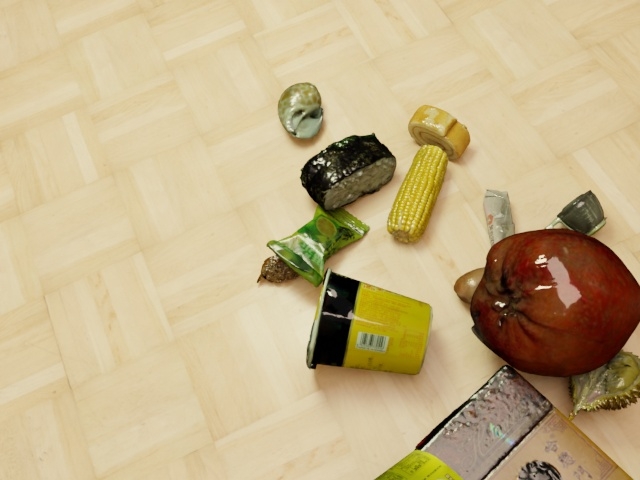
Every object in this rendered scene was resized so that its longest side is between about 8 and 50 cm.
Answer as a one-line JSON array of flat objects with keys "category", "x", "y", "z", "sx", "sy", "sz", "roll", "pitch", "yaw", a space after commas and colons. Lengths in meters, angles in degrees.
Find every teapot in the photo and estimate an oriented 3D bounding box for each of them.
[{"category": "teapot", "x": 0.582, "y": -0.044, "z": 1.515, "sx": 0.091, "sy": 0.124, "sz": 0.092, "roll": 52, "pitch": 37, "yaw": 10}]

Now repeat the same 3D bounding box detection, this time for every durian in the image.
[{"category": "durian", "x": 0.553, "y": 0.293, "z": 1.308, "sx": 0.208, "sy": 0.146, "sz": 0.102, "roll": -31, "pitch": 106, "yaw": -27}]

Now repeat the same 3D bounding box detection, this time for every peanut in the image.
[{"category": "peanut", "x": 0.364, "y": 0.093, "z": 1.464, "sx": 0.152, "sy": 0.076, "sz": 0.076, "roll": -14, "pitch": 63, "yaw": -5}]

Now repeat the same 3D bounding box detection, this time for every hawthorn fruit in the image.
[{"category": "hawthorn fruit", "x": 0.461, "y": 0.115, "z": 1.318, "sx": 0.325, "sy": 0.308, "sz": 0.308, "roll": -10, "pitch": 52, "yaw": -47}]

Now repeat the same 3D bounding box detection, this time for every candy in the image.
[{"category": "candy", "x": 0.000, "y": 0.000, "z": 1.544, "sx": 0.149, "sy": 0.069, "sz": 0.246, "roll": 37, "pitch": 52, "yaw": 13}]

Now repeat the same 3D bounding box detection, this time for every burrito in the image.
[{"category": "burrito", "x": 0.410, "y": -0.025, "z": 1.528, "sx": 0.064, "sy": 0.064, "sz": 0.203, "roll": -5, "pitch": 61, "yaw": 4}]

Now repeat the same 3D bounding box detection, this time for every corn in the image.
[{"category": "corn", "x": 0.228, "y": -0.110, "z": 1.571, "sx": 0.093, "sy": 0.093, "sz": 0.244, "roll": 17, "pitch": 67, "yaw": 14}]

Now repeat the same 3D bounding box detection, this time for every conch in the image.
[{"category": "conch", "x": -0.053, "y": -0.334, "z": 1.713, "sx": 0.116, "sy": 0.106, "sz": 0.173, "roll": -1, "pitch": 81, "yaw": -15}]

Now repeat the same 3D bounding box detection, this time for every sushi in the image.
[{"category": "sushi", "x": -0.089, "y": 0.067, "z": 1.545, "sx": 0.120, "sy": 0.052, "sz": 0.055, "roll": -6, "pitch": 48, "yaw": -1}, {"category": "sushi", "x": 0.064, "y": -0.168, "z": 1.591, "sx": 0.225, "sy": 0.124, "sz": 0.127, "roll": -26, "pitch": 59, "yaw": -21}]

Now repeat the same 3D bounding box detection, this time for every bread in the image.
[{"category": "bread", "x": 0.282, "y": -0.259, "z": 1.622, "sx": 0.149, "sy": 0.122, "sz": 0.073, "roll": 30, "pitch": 74, "yaw": 20}]

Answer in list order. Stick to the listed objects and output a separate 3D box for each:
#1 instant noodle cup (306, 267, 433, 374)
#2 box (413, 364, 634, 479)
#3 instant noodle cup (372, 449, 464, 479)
[{"category": "instant noodle cup", "x": 0.101, "y": 0.181, "z": 1.391, "sx": 0.236, "sy": 0.215, "sz": 0.215, "roll": 12, "pitch": 65, "yaw": 5}, {"category": "box", "x": 0.404, "y": 0.466, "z": 1.250, "sx": 0.264, "sy": 0.116, "sz": 0.415, "roll": -40, "pitch": 67, "yaw": -12}, {"category": "instant noodle cup", "x": 0.166, "y": 0.529, "z": 1.165, "sx": 0.221, "sy": 0.311, "sz": 0.311, "roll": -36, "pitch": 65, "yaw": -21}]
